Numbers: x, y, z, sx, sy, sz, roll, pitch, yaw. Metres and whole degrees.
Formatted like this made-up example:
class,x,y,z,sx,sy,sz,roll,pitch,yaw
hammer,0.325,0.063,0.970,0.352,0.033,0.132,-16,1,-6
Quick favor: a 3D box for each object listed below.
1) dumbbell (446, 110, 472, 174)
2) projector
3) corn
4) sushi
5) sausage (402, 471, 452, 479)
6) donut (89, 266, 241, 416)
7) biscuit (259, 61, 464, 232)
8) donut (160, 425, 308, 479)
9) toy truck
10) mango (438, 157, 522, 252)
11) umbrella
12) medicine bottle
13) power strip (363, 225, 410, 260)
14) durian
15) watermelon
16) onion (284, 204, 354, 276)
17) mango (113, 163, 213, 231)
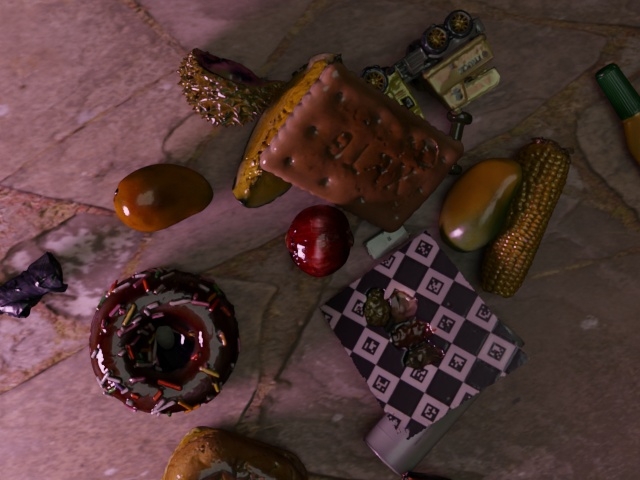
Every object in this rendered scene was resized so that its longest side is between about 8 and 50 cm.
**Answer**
class,x,y,z,sx,sy,sz,roll,pitch,yaw
dumbbell,0.246,-0.180,1.459,0.046,0.052,0.117,13,93,28
projector,0.227,0.279,1.462,0.108,0.108,0.337,44,86,-11
corn,0.372,-0.043,1.471,0.106,0.106,0.305,20,93,-12
sushi,0.178,0.170,1.429,0.264,0.050,0.290,-36,77,5
sausage,0.201,0.444,1.461,0.028,0.025,0.198,-37,143,20
donut,-0.265,0.175,1.358,0.270,0.103,0.269,-1,94,-10
biscuit,0.078,-0.141,1.327,0.325,0.044,0.217,27,111,-35
donut,-0.149,0.450,1.388,0.262,0.128,0.208,18,91,-11
toy truck,0.186,-0.277,1.401,0.272,0.124,0.157,-35,95,-7
mango,0.287,-0.067,1.443,0.086,0.122,0.191,26,95,-39
umbrella,-0.529,0.104,1.320,0.224,0.080,0.071,-25,133,-5
medicine bottle,0.614,-0.224,1.525,0.095,0.064,0.260,-39,100,-6
power strip,0.122,0.000,1.465,0.090,0.016,0.040,-33,100,-7
durian,-0.171,-0.247,1.326,0.187,0.108,0.119,23,104,4
watermelon,-0.052,-0.187,1.358,0.123,0.129,0.301,31,90,-9
onion,0.000,0.000,1.382,0.131,0.131,0.131,-1,94,-11
mango,-0.269,-0.078,1.347,0.163,0.089,0.111,-29,111,-18
